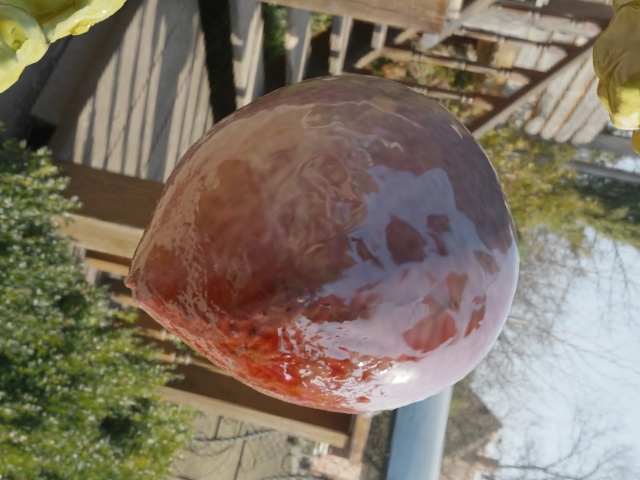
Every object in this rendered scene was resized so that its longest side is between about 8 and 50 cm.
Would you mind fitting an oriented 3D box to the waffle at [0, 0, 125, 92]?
[{"bbox_3d":[-0.214,-0.087,0.349,0.250,0.261,0.056,-48,139,-24],"label":"waffle"}]

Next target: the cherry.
[{"bbox_3d":[0.011,-0.003,0.508,0.239,0.206,0.239,36,42,-41],"label":"cherry"}]

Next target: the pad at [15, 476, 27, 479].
[{"bbox_3d":[-0.200,0.312,0.714,0.055,0.250,0.323,-40,180,-34],"label":"pad"}]

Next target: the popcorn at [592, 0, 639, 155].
[{"bbox_3d":[0.366,-0.181,0.590,0.349,0.381,0.349,-26,-126,42],"label":"popcorn"}]
